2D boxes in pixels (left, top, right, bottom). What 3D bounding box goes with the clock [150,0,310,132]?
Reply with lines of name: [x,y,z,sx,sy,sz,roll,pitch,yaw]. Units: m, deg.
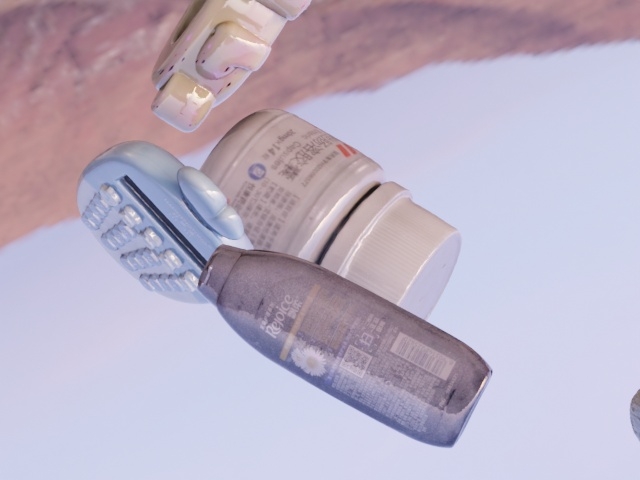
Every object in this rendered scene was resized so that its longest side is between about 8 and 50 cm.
clock: [-0.108,-0.303,2.177,0.309,0.114,0.284,-53,-165,20]

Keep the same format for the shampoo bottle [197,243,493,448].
shampoo bottle: [0.015,0.075,1.263,0.087,0.233,0.049,-65,170,14]

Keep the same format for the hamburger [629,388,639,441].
hamburger: [0.289,0.146,1.332,0.054,0.084,0.121,-41,169,-20]

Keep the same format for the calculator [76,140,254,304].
calculator: [-0.151,-0.015,1.598,0.042,0.188,0.302,-47,-168,-27]

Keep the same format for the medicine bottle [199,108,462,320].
medicine bottle: [0.000,0.000,2.071,0.245,0.306,0.245,-53,164,-22]
